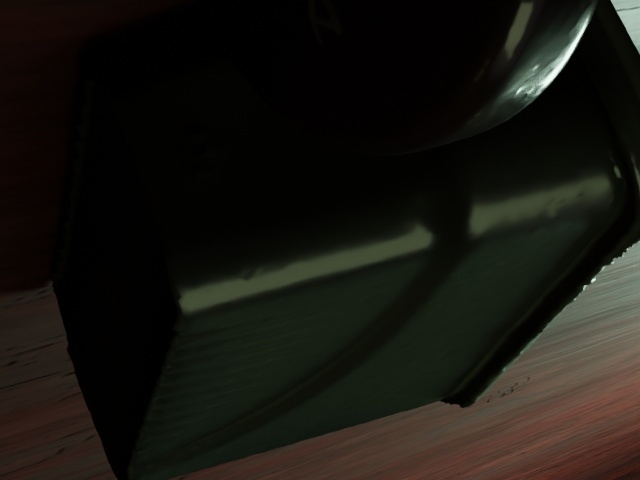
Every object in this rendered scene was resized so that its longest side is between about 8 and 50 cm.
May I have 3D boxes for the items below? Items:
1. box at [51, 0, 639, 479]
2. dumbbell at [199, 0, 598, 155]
[{"bbox_3d":[0.000,0.000,0.619,0.178,0.138,0.274,-18,159,-19],"label":"box"},{"bbox_3d":[0.080,-0.109,0.423,0.225,0.140,0.124,-15,-166,-37],"label":"dumbbell"}]
